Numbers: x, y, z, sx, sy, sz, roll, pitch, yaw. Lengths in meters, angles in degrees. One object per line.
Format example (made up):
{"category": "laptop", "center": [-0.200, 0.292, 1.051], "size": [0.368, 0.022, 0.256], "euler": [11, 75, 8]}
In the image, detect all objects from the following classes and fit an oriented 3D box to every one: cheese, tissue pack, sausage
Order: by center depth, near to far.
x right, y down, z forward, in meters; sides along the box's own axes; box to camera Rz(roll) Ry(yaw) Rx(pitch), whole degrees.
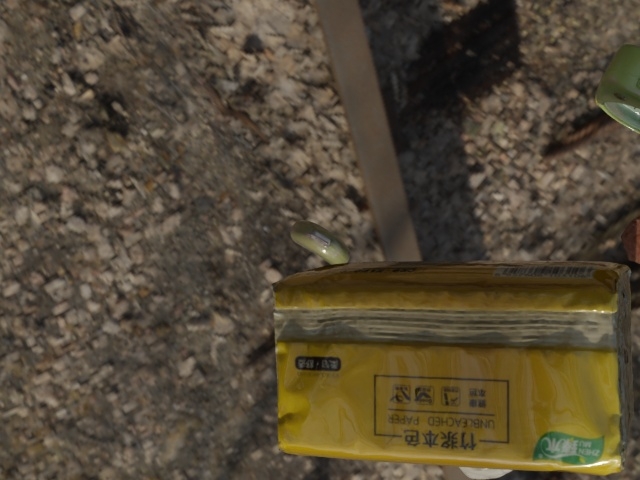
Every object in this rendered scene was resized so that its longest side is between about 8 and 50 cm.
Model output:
{"category": "tissue pack", "center": [0.166, 0.137, 1.253], "size": [0.293, 0.381, 0.228], "euler": [-9, 99, -71]}
{"category": "sausage", "center": [0.416, -0.014, 1.258], "size": [0.169, 0.065, 0.065], "euler": [-16, 129, -45]}
{"category": "cheese", "center": [0.000, 0.000, 1.513], "size": [0.097, 0.192, 0.037], "euler": [31, 86, 2]}

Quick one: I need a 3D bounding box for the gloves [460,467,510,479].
{"category": "gloves", "center": [0.251, 0.309, 1.619], "size": [0.127, 0.111, 0.212], "euler": [-37, 149, 11]}

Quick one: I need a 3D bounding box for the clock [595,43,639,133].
{"category": "clock", "center": [0.447, -0.179, 1.418], "size": [0.069, 0.170, 0.232], "euler": [-63, 172, 1]}
